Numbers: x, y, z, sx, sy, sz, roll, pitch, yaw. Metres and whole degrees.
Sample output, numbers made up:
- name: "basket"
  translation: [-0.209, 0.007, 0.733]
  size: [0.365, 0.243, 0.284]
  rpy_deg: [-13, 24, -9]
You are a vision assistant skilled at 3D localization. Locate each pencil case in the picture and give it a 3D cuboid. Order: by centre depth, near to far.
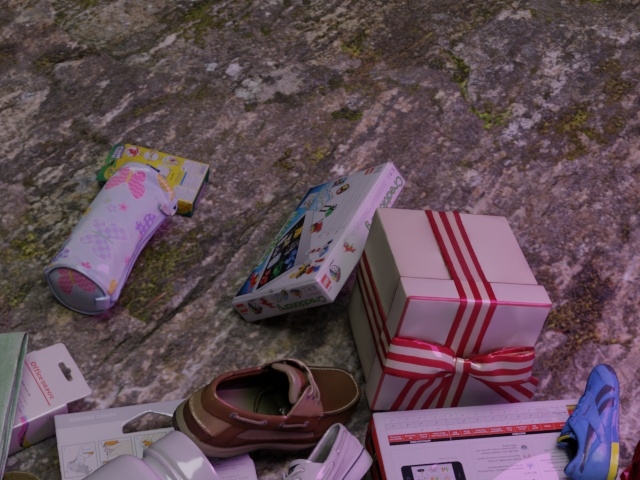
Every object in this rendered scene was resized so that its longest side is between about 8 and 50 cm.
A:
- name: "pencil case"
  translation: [-0.338, -0.005, 1.936]
  size: [0.124, 0.113, 0.273]
  rpy_deg: [33, 48, -5]

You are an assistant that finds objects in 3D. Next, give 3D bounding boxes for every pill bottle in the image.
- name: "pill bottle"
  translation: [-0.263, 0.371, 1.489]
  size: [0.283, 0.160, 0.160]
  rpy_deg: [-32, 59, -26]

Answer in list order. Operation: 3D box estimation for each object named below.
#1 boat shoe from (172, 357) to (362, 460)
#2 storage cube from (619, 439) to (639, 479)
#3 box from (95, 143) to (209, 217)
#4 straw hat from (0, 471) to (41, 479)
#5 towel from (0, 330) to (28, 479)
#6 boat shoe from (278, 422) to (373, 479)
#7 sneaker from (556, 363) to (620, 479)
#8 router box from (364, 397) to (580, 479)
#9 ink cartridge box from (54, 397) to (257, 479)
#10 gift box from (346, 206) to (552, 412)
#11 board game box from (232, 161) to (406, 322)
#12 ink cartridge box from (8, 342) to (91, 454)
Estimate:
- name: "boat shoe"
  translation: [-0.055, 0.231, 1.699]
  size: [0.324, 0.120, 0.123]
  rpy_deg: [-8, 55, -45]
- name: "storage cube"
  translation: [0.551, 0.341, 1.693]
  size: [0.214, 0.193, 0.184]
  rpy_deg: [21, 48, 10]
- name: "box"
  translation: [-0.296, -0.108, 2.086]
  size: [0.179, 0.043, 0.105]
  rpy_deg: [16, 48, 3]
- name: "straw hat"
  translation: [-0.391, 0.378, 1.604]
  size: [0.144, 0.144, 0.061]
  rpy_deg: [39, 13, 25]
- name: "towel"
  translation: [-0.583, 0.242, 1.653]
  size: [0.324, 0.038, 0.248]
  rpy_deg: [-5, 53, 7]
- name: "boat shoe"
  translation: [-0.020, 0.344, 1.641]
  size: [0.084, 0.095, 0.258]
  rpy_deg: [54, 33, -3]
- name: "sneaker"
  translation: [0.387, 0.258, 1.717]
  size: [0.082, 0.069, 0.209]
  rpy_deg: [10, 47, 4]
- name: "router box"
  translation: [0.254, 0.379, 1.688]
  size: [0.335, 0.082, 0.301]
  rpy_deg: [-2, 48, -10]
- name: "ink cartridge box"
  translation: [-0.229, 0.342, 1.667]
  size: [0.275, 0.060, 0.239]
  rpy_deg: [-5, 48, -14]
- name: "gift box"
  translation: [0.192, 0.131, 1.801]
  size: [0.255, 0.276, 0.258]
  rpy_deg: [0, 36, -12]
- name: "board game box"
  translation: [0.000, 0.000, 1.943]
  size: [0.193, 0.053, 0.305]
  rpy_deg: [-16, 30, 42]
- name: "ink cartridge box"
  translation: [-0.442, 0.239, 1.725]
  size: [0.198, 0.067, 0.115]
  rpy_deg: [-22, 54, -24]
